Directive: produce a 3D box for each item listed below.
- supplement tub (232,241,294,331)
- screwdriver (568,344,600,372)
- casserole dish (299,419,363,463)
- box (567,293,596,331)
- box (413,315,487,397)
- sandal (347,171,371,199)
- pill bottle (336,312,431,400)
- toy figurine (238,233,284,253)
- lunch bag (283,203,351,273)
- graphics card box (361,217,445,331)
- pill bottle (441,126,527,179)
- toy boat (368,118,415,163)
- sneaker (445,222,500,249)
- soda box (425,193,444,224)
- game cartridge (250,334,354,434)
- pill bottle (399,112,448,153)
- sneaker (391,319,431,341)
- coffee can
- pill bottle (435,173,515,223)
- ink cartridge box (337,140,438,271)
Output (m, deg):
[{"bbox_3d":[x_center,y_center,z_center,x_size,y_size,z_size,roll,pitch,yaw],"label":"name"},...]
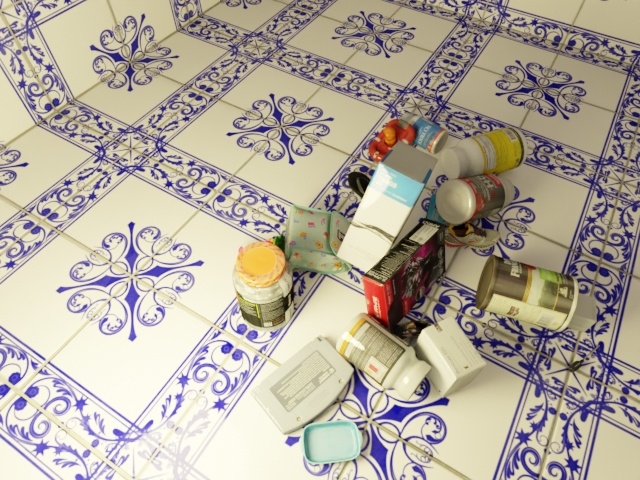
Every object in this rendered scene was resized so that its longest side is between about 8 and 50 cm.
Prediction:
[{"bbox_3d":[-0.185,0.155,1.491,0.194,0.316,0.193,1,55,-1],"label":"supplement tub"},{"bbox_3d":[0.898,0.398,1.524,0.170,0.024,0.025,-24,29,-19],"label":"screwdriver"},{"bbox_3d":[0.031,0.603,1.345,0.189,0.037,0.114,-4,54,-5],"label":"casserole dish"},{"bbox_3d":[0.900,0.249,1.589,0.102,0.087,0.101,15,56,10],"label":"box"},{"bbox_3d":[0.402,0.371,1.432,0.119,0.181,0.181,-21,58,-16],"label":"box"},{"bbox_3d":[0.202,-0.213,1.926,0.097,0.054,0.254,-22,58,-16],"label":"sandal"},{"bbox_3d":[0.200,0.369,1.440,0.278,0.162,0.162,36,61,22],"label":"pill bottle"},{"bbox_3d":[-0.231,0.038,1.714,0.159,0.130,0.173,-2,32,9],"label":"toy figurine"},{"bbox_3d":[0.000,0.000,1.709,0.263,0.160,0.223,10,50,-10],"label":"lunch bag"},{"bbox_3d":[0.300,0.116,1.563,0.094,0.232,0.371,22,48,38],"label":"graphics card box"},{"bbox_3d":[0.710,-0.371,1.971,0.334,0.188,0.187,-17,56,-13],"label":"pill bottle"},{"bbox_3d":[0.312,-0.454,2.016,0.151,0.151,0.231,38,89,24],"label":"toy boat"},{"bbox_3d":[0.597,-0.020,1.773,0.225,0.092,0.088,-1,54,-3],"label":"sneaker"},{"bbox_3d":[0.465,-0.088,1.835,0.071,0.067,0.210,15,56,9],"label":"soda box"},{"bbox_3d":[-0.047,0.462,1.437,0.297,0.062,0.198,-35,66,-23],"label":"game cartridge"},{"bbox_3d":[0.472,-0.506,2.102,0.221,0.124,0.124,36,61,23],"label":"pill bottle"},{"bbox_3d":[0.296,0.302,1.543,0.178,0.077,0.072,-12,54,-9],"label":"sneaker"},{"bbox_3d":[0.707,0.181,1.565,0.276,0.201,0.201,16,55,9],"label":"coffee can"},{"bbox_3d":[0.629,-0.174,1.805,0.319,0.176,0.176,-13,53,-34],"label":"pill bottle"},{"bbox_3d":[0.235,-0.115,1.595,0.166,0.394,0.285,28,33,8],"label":"ink cartridge box"}]
